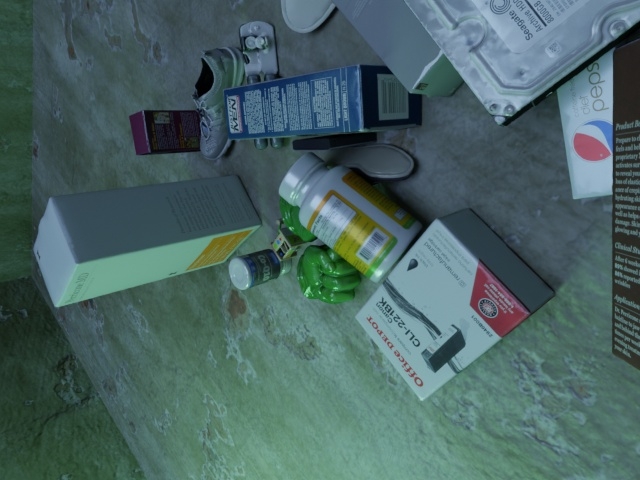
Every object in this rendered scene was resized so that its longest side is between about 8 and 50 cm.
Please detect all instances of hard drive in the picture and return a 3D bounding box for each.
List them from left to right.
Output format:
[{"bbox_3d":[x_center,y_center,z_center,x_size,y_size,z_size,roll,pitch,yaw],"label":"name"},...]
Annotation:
[{"bbox_3d":[0.028,-0.187,0.890,0.094,0.135,0.022,9,110,43],"label":"hard drive"},{"bbox_3d":[0.286,-0.330,0.543,0.339,0.064,0.236,-37,81,28],"label":"hard drive"}]

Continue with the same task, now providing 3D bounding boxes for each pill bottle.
[{"bbox_3d":[-0.140,0.063,1.120,0.078,0.137,0.078,15,112,42],"label":"pill bottle"},{"bbox_3d":[0.049,-0.049,0.861,0.246,0.136,0.136,39,127,8],"label":"pill bottle"}]

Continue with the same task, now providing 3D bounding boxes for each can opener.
[{"bbox_3d":[-0.129,-0.346,1.060,0.093,0.074,0.280,-156,59,-77],"label":"can opener"}]

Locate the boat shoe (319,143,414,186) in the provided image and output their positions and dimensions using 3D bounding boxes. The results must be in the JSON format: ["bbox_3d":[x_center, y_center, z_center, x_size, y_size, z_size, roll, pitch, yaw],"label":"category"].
[{"bbox_3d":[0.092,-0.139,0.910,0.206,0.075,0.065,12,152,36],"label":"boat shoe"}]

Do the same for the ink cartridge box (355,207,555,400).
[{"bbox_3d":[0.211,0.113,0.806,0.197,0.114,0.272,51,131,22],"label":"ink cartridge box"}]

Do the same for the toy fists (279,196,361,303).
[{"bbox_3d":[0.000,0.000,0.997,0.142,0.096,0.278,-14,89,44],"label":"toy fists"}]

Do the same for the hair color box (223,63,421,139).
[{"bbox_3d":[-0.007,-0.249,0.880,0.347,0.174,0.105,9,109,43],"label":"hair color box"}]

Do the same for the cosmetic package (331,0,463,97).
[{"bbox_3d":[0.137,-0.344,0.749,0.238,0.127,0.107,53,130,18],"label":"cosmetic package"}]

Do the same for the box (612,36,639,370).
[{"bbox_3d":[0.417,-0.032,0.485,0.143,0.191,0.380,-6,98,2],"label":"box"}]

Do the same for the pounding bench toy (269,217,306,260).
[{"bbox_3d":[-0.086,-0.004,1.109,0.083,0.052,0.065,56,133,18],"label":"pounding bench toy"}]

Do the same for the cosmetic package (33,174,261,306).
[{"bbox_3d":[-0.396,-0.012,1.124,0.230,0.454,0.161,-40,73,43],"label":"cosmetic package"}]

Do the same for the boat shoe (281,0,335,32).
[{"bbox_3d":[0.006,-0.550,0.866,0.099,0.116,0.319,-87,14,-50],"label":"boat shoe"}]

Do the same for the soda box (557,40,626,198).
[{"bbox_3d":[0.362,-0.167,0.617,0.074,0.069,0.215,-7,96,45],"label":"soda box"}]

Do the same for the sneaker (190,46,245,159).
[{"bbox_3d":[-0.273,-0.335,1.157,0.105,0.115,0.281,33,122,34],"label":"sneaker"}]

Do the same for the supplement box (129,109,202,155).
[{"bbox_3d":[-0.384,-0.281,1.228,0.081,0.188,0.104,2,102,45],"label":"supplement box"}]
